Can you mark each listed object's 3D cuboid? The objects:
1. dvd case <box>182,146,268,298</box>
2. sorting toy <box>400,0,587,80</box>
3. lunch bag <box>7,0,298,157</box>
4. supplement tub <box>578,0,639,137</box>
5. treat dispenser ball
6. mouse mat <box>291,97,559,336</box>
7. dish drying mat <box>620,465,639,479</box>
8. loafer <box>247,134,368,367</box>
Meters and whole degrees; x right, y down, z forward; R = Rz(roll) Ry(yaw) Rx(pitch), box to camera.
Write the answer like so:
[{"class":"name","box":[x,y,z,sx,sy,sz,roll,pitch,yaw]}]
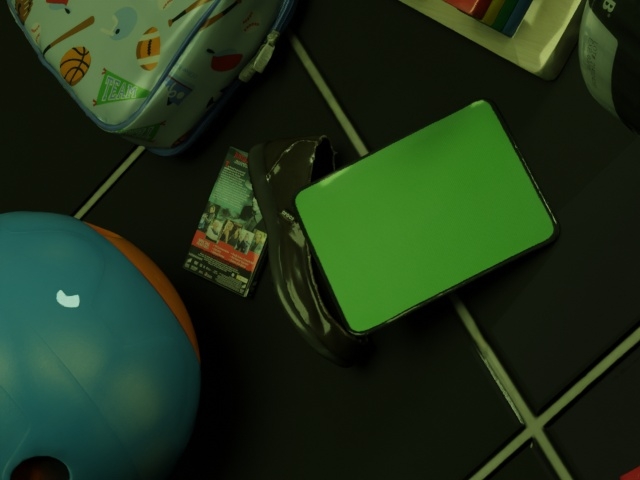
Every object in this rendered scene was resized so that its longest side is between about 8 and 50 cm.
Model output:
[{"class":"dvd case","box":[-0.071,-0.017,1.715,0.087,0.013,0.119,22,93,41]},{"class":"sorting toy","box":[0.140,-0.302,1.571,0.257,0.089,0.255,35,100,40]},{"class":"lunch bag","box":[-0.155,-0.236,1.783,0.243,0.115,0.303,-52,51,13]},{"class":"supplement tub","box":[0.338,-0.091,1.279,0.193,0.193,0.316,-54,51,14]},{"class":"treat dispenser ball","box":[-0.245,0.118,1.638,0.288,0.288,0.288,-12,70,37]},{"class":"mouse mat","box":[0.082,-0.021,1.548,0.189,0.007,0.153,-27,59,6]},{"class":"dish drying mat","box":[0.257,0.168,1.393,0.083,0.008,0.032,-35,57,29]},{"class":"loafer","box":[0.000,0.000,1.605,0.078,0.080,0.220,-27,66,20]}]
